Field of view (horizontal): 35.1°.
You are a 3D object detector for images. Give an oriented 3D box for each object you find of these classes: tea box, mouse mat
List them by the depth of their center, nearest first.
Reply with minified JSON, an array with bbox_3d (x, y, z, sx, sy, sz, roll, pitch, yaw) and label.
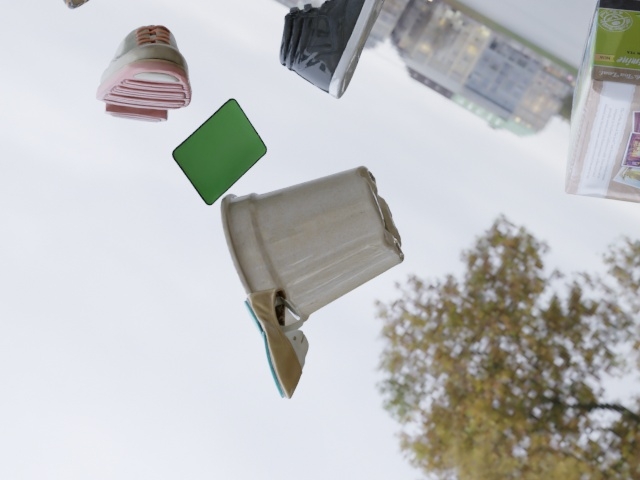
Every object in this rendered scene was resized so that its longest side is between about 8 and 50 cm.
[{"bbox_3d":[0.637,-0.301,2.052,0.219,0.329,0.324,8,-128,9],"label":"tea box"},{"bbox_3d":[-0.207,-0.184,2.104,0.007,0.190,0.153,16,145,51],"label":"mouse mat"}]

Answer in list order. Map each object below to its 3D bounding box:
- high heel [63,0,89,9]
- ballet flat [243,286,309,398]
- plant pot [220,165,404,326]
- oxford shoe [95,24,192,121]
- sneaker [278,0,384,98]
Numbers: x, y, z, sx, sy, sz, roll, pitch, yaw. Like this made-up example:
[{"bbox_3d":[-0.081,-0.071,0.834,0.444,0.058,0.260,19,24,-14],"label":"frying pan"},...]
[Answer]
[{"bbox_3d":[-0.466,-0.448,1.799,0.093,0.186,0.261,29,-142,-34],"label":"high heel"},{"bbox_3d":[-0.056,0.138,1.480,0.232,0.073,0.080,-118,8,-54],"label":"ballet flat"},{"bbox_3d":[0.000,0.000,2.134,0.334,0.305,0.334,-22,-90,-80],"label":"plant pot"},{"bbox_3d":[-0.282,-0.279,1.599,0.140,0.147,0.397,6,179,-18],"label":"oxford shoe"},{"bbox_3d":[0.023,-0.403,1.738,0.146,0.296,0.104,23,175,9],"label":"sneaker"}]
